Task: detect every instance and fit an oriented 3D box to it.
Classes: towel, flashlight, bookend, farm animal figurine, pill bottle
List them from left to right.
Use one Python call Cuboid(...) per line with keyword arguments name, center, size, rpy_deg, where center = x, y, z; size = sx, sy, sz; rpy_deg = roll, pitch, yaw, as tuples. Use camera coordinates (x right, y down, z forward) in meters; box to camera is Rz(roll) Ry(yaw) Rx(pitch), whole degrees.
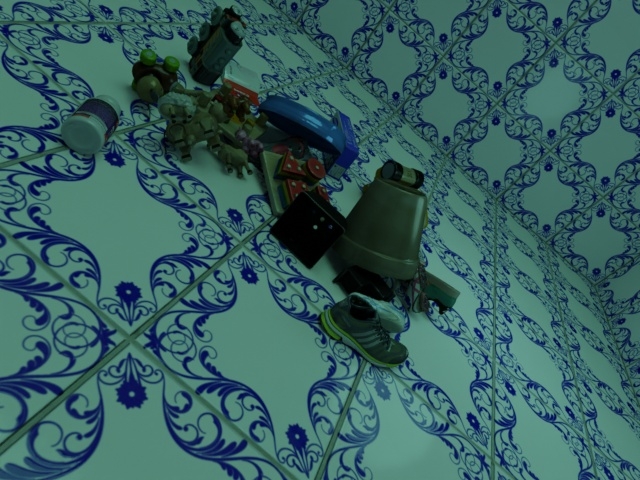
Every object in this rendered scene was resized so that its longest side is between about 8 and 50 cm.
Cuboid(name="pill bottle", center=(-0.621, -0.327, 1.306), size=(0.108, 0.108, 0.193), rpy_deg=(28, 33, -21))
Cuboid(name="farm animal figurine", center=(-0.354, -0.361, 1.553), size=(0.327, 0.330, 0.172), rpy_deg=(-10, 56, -19))
Cuboid(name="flashlight", center=(-0.157, -0.349, 1.875), size=(0.304, 0.103, 0.103), rpy_deg=(-36, 121, -56))
Cuboid(name="towel", center=(0.000, 0.000, 1.685), size=(0.060, 0.009, 0.083), rpy_deg=(46, 31, 7))
Cuboid(name="bookend", center=(0.148, 0.160, 1.584), size=(0.157, 0.072, 0.156), rpy_deg=(52, 31, 17))

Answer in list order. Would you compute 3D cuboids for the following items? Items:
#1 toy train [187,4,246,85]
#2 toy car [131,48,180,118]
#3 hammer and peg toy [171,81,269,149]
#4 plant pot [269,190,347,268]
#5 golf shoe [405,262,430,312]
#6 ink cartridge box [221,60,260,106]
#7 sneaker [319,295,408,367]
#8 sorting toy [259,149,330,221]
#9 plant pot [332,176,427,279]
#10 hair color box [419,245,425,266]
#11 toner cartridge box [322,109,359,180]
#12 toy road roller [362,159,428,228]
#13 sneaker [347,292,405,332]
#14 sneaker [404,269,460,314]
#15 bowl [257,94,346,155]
Cuboid(name="toy train", center=(-0.420, -0.787, 1.925), size=(0.142, 0.334, 0.190), rpy_deg=(7, 59, -47))
Cuboid(name="toy car", center=(-0.549, -0.504, 1.577), size=(0.149, 0.155, 0.188), rpy_deg=(7, 56, -30))
Cuboid(name="hammer and peg toy", center=(-0.378, -0.501, 1.781), size=(0.361, 0.127, 0.266), rpy_deg=(38, 31, -6))
Cuboid(name="plant pot", center=(-0.020, -0.050, 1.570), size=(0.187, 0.188, 0.167), rpy_deg=(43, 24, 4))
Cuboid(name="golf shoe", center=(0.345, 0.169, 1.725), size=(0.068, 0.086, 0.185), rpy_deg=(24, 62, -53))
Cuboid(name="ink cartridge box", center=(-0.359, -0.725, 2.163), size=(0.189, 0.066, 0.232), rpy_deg=(15, 35, -38))
Cuboid(name="sneaker", center=(0.148, 0.271, 1.395), size=(0.300, 0.121, 0.111), rpy_deg=(31, 32, -17))
Cuboid(name="sorting toy", center=(-0.072, -0.208, 1.728), size=(0.257, 0.089, 0.255), rpy_deg=(6, 61, -44))
Cuboid(name="plant pot", center=(0.228, -0.060, 1.656), size=(0.324, 0.280, 0.323), rpy_deg=(18, 16, -5))
Cuboid(name="hair color box", center=(0.385, 0.049, 2.014), size=(0.093, 0.053, 0.167), rpy_deg=(28, 32, -20))
Cuboid(name="toner cartridge box", center=(0.081, -0.445, 2.194), size=(0.075, 0.165, 0.347), rpy_deg=(25, 33, -26))
Cuboid(name="toy road roller", center=(0.323, -0.179, 2.114), size=(0.203, 0.241, 0.329), rpy_deg=(11, 68, -39))
Cuboid(name="sneaker", center=(0.177, 0.222, 1.526), size=(0.237, 0.085, 0.086), rpy_deg=(31, 41, -26))
Cuboid(name="sneaker", center=(0.373, 0.167, 1.807), size=(0.302, 0.121, 0.108), rpy_deg=(34, 8, 31))
Cuboid(name="bowl", center=(-0.069, -0.474, 1.954), size=(0.392, 0.077, 0.391), rpy_deg=(27, 1, -1))
